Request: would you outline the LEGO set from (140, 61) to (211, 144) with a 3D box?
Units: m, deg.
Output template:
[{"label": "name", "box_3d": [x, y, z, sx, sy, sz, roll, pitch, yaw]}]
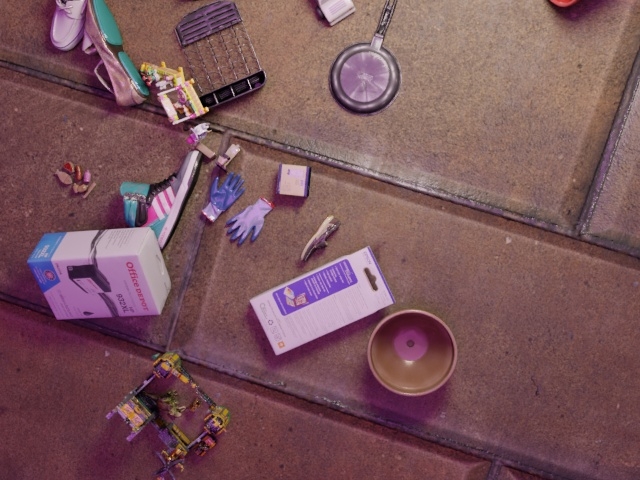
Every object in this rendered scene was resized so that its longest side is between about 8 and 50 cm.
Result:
[{"label": "LEGO set", "box_3d": [-0.408, -0.385, 1.646, 0.107, 0.132, 0.287, -33, 78, -35]}]

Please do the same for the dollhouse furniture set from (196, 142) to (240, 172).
[{"label": "dollhouse furniture set", "box_3d": [-0.282, -0.260, 1.713, 0.114, 0.091, 0.081, 37, 83, 4]}]

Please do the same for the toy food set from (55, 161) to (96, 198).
[{"label": "toy food set", "box_3d": [-0.699, -0.181, 1.791, 0.122, 0.019, 0.078, 43, 98, 8]}]

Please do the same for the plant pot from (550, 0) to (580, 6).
[{"label": "plant pot", "box_3d": [0.670, -0.726, 1.475, 0.243, 0.275, 0.274, -19, 94, -3]}]

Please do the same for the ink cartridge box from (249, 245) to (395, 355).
[{"label": "ink cartridge box", "box_3d": [0.005, 0.166, 1.729, 0.371, 0.069, 0.175, -25, 92, 10]}]

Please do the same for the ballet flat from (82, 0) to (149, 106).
[{"label": "ballet flat", "box_3d": [-0.587, -0.510, 1.703, 0.106, 0.107, 0.315, -24, 92, 15]}]

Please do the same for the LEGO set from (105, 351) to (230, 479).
[{"label": "LEGO set", "box_3d": [-0.429, 0.495, 1.745, 0.255, 0.192, 0.331, -34, 92, 8]}]

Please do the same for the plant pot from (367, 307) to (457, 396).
[{"label": "plant pot", "box_3d": [0.248, 0.293, 1.694, 0.238, 0.110, 0.237, 1, 96, 7]}]

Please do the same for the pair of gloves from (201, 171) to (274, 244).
[{"label": "pair of gloves", "box_3d": [-0.237, -0.092, 1.749, 0.198, 0.023, 0.159, 41, 97, 0]}]

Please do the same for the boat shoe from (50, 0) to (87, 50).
[{"label": "boat shoe", "box_3d": [-0.677, -0.652, 1.700, 0.096, 0.088, 0.267, 32, 99, 4]}]

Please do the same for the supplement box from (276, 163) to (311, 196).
[{"label": "supplement box", "box_3d": [-0.072, -0.165, 1.705, 0.083, 0.056, 0.083, 7, 97, 5]}]

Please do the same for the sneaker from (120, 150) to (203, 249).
[{"label": "sneaker", "box_3d": [-0.454, -0.140, 1.722, 0.179, 0.124, 0.295, 25, 99, -7]}]

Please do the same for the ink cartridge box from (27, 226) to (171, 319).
[{"label": "ink cartridge box", "box_3d": [-0.597, 0.093, 1.709, 0.308, 0.129, 0.223, -4, 126, 6]}]

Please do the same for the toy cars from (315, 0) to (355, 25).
[{"label": "toy cars", "box_3d": [0.024, -0.769, 1.615, 0.177, 0.087, 0.393, 9, 97, 5]}]

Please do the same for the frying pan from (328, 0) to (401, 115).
[{"label": "frying pan", "box_3d": [0.161, -0.482, 1.655, 0.197, 0.053, 0.326, 42, 102, 0]}]

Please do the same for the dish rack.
[{"label": "dish rack", "box_3d": [-0.276, -0.507, 1.683, 0.209, 0.074, 0.271, -21, 93, 7]}]

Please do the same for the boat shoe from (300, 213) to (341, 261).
[{"label": "boat shoe", "box_3d": [0.000, 0.000, 1.716, 0.049, 0.056, 0.152, 35, 98, 7]}]
